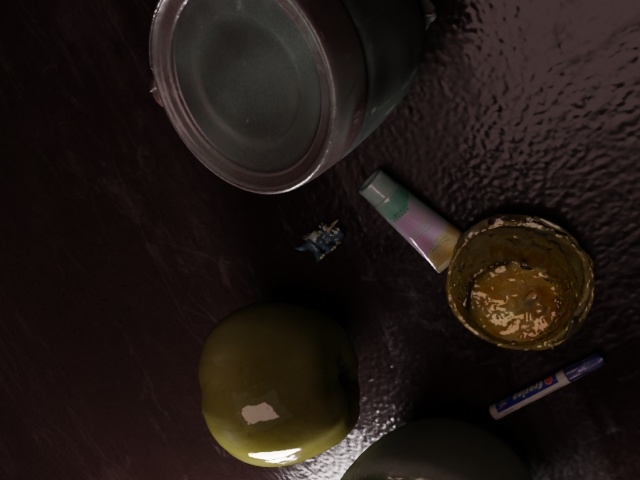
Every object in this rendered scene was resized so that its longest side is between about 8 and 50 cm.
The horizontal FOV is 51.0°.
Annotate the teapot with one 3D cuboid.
[{"bbox_3d":[-0.032,-0.217,0.779,0.315,0.312,0.233,3,118,36],"label":"teapot"}]

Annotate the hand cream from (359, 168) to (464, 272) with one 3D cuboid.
[{"bbox_3d":[0.135,-0.030,0.958,0.174,0.047,0.076,41,122,-10],"label":"hand cream"}]

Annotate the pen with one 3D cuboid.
[{"bbox_3d":[0.335,0.218,1.002,0.025,0.025,0.204,47,124,-4],"label":"pen"}]

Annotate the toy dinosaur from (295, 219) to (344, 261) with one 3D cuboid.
[{"bbox_3d":[0.000,0.000,1.037,0.083,0.030,0.047,-36,96,33],"label":"toy dinosaur"}]

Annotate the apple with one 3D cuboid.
[{"bbox_3d":[-0.065,0.225,1.055,0.263,0.262,0.262,10,119,19],"label":"apple"}]

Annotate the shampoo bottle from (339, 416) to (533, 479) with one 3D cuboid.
[{"bbox_3d":[0.178,0.443,1.025,0.323,0.317,0.322,12,115,29],"label":"shampoo bottle"}]

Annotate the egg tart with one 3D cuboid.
[{"bbox_3d":[0.269,0.069,0.917,0.213,0.090,0.212,8,118,15],"label":"egg tart"}]
